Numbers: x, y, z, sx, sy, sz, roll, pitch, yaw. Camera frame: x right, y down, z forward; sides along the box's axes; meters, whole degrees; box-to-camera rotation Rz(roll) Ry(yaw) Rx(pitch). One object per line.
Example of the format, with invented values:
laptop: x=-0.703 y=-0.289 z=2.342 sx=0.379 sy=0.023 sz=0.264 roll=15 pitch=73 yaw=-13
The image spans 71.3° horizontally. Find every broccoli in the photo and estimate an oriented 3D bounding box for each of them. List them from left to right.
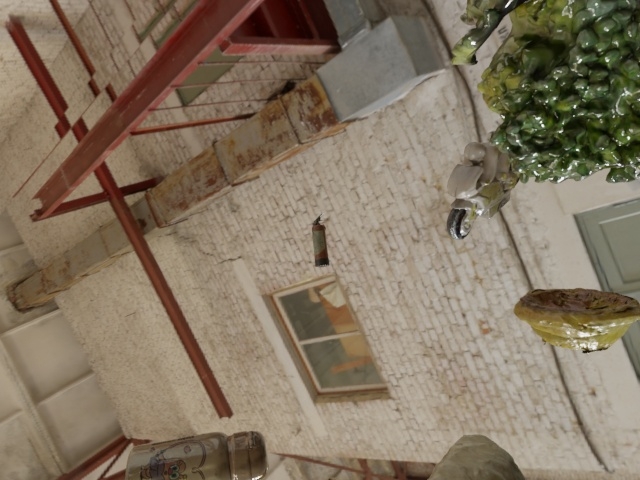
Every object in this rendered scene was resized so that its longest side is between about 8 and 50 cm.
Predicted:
broccoli: x=0.314 y=-0.225 z=0.475 sx=0.323 sy=0.272 sz=0.335 roll=-24 pitch=-64 yaw=-29

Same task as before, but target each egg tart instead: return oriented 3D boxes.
egg tart: x=0.639 y=0.193 z=1.116 sx=0.290 sy=0.290 sz=0.116 roll=-13 pitch=-79 yaw=-50

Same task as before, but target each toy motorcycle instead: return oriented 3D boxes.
toy motorcycle: x=0.421 y=-0.165 z=1.141 sx=0.340 sy=0.107 sz=0.223 roll=-37 pitch=-54 yaw=-27

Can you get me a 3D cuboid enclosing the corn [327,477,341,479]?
corn: x=-0.005 y=0.549 z=0.761 sx=0.097 sy=0.097 sz=0.262 roll=32 pitch=-115 yaw=-36

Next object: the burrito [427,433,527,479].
burrito: x=0.122 y=0.284 z=0.378 sx=0.299 sy=0.105 sz=0.143 roll=2 pitch=-123 yaw=-57

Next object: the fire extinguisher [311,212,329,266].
fire extinguisher: x=0.000 y=0.000 z=1.499 sx=0.050 sy=0.062 sz=0.177 roll=6 pitch=-107 yaw=-43

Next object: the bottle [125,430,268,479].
bottle: x=-0.187 y=0.363 z=0.707 sx=0.097 sy=0.209 sz=0.110 roll=-112 pitch=19 yaw=-57
